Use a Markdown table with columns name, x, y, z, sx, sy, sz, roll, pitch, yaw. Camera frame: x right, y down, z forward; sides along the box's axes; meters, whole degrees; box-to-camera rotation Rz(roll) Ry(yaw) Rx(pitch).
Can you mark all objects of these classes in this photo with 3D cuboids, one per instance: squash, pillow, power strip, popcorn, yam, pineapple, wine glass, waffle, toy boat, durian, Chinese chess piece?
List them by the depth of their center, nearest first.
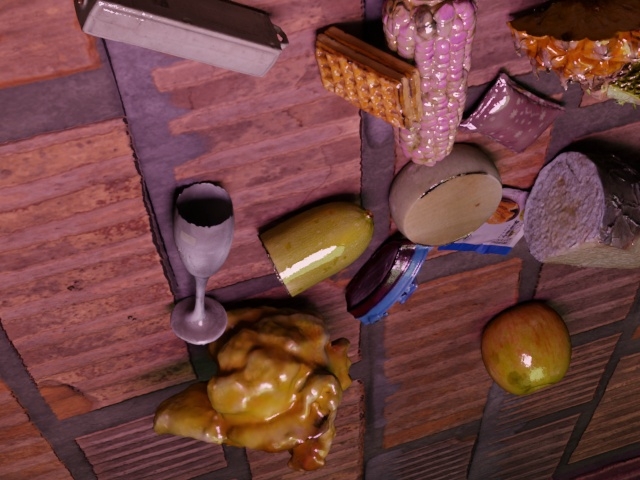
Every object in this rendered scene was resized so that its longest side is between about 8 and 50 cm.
| name | x | y | z | sx | sy | sz | roll | pitch | yaw |
| --- | --- | --- | --- | --- | --- | --- | --- | --- | --- |
| power strip | -0.160 | -0.252 | 1.101 | 0.272 | 0.078 | 0.052 | 8 | 139 | -38 |
| waffle | 0.062 | -0.209 | 1.231 | 0.042 | 0.148 | 0.102 | -49 | 152 | -17 |
| pineapple | 0.393 | -0.250 | 1.316 | 0.249 | 0.140 | 0.164 | -11 | 124 | -17 |
| wine glass | -0.211 | 0.103 | 1.437 | 0.096 | 0.264 | 0.309 | 19 | 142 | 5 |
| pillow | 0.298 | -0.188 | 1.476 | 0.185 | 0.043 | 0.118 | 14 | 131 | -42 |
| durian | 0.469 | -0.250 | 1.479 | 0.215 | 0.086 | 0.100 | 15 | 166 | -38 |
| squash | 0.000 | 0.000 | 1.519 | 0.186 | 0.123 | 0.123 | -30 | 146 | 5 |
| Chinese chess piece | 0.204 | -0.074 | 1.558 | 0.188 | 0.083 | 0.188 | -14 | 143 | -11 |
| yam | 0.505 | -0.049 | 1.653 | 0.271 | 0.201 | 0.202 | 13 | 159 | -31 |
| popcorn | -0.107 | 0.246 | 1.700 | 0.321 | 0.290 | 0.325 | 18 | 178 | -10 |
| toy boat | 0.131 | 0.071 | 1.700 | 0.097 | 0.100 | 0.223 | 13 | 136 | -28 |

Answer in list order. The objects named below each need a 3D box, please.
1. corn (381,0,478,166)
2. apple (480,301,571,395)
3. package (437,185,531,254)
| name | x | y | z | sx | sy | sz | roll | pitch | yaw |
| --- | --- | --- | --- | --- | --- | --- | --- | --- | --- |
| corn | 0.148 | -0.228 | 1.273 | 0.126 | 0.127 | 0.335 | -19 | 149 | -4 |
| apple | 0.444 | 0.236 | 2.044 | 0.196 | 0.196 | 0.196 | -15 | 146 | -10 |
| package | 0.317 | -0.034 | 1.722 | 0.171 | 0.027 | 0.173 | 2 | 136 | -31 |
